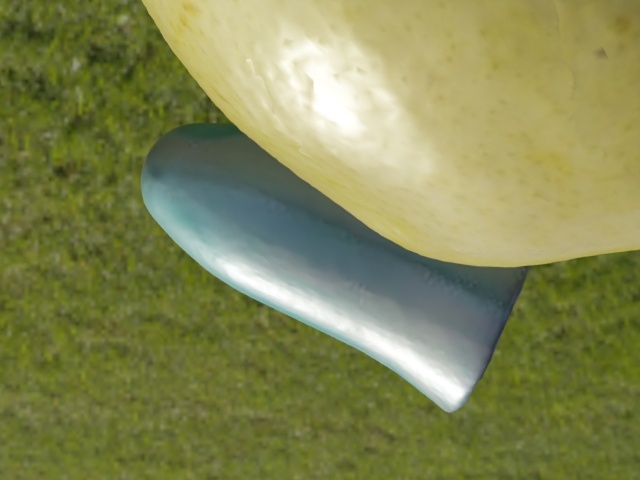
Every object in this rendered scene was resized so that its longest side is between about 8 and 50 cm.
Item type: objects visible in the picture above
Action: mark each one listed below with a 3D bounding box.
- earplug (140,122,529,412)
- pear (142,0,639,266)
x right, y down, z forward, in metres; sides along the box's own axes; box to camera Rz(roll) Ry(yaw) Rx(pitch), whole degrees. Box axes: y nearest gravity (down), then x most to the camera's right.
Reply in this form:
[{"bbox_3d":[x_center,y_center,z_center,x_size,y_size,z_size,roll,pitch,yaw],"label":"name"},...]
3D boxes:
[{"bbox_3d":[0.000,0.000,1.070,0.324,0.185,0.185,22,151,1],"label":"earplug"},{"bbox_3d":[0.071,-0.139,0.492,0.309,0.309,0.309,-3,153,-2],"label":"pear"}]
